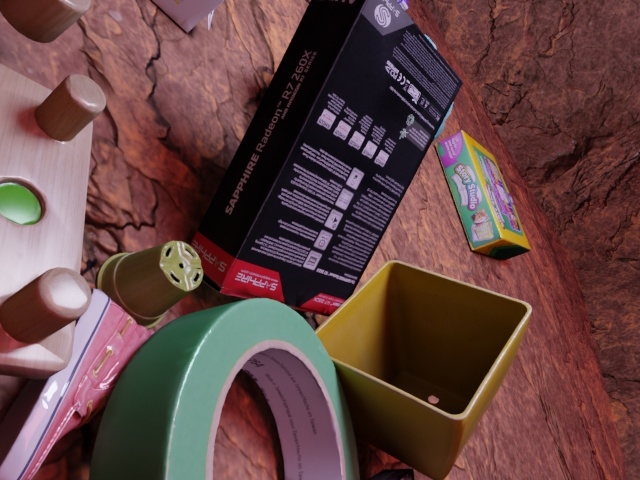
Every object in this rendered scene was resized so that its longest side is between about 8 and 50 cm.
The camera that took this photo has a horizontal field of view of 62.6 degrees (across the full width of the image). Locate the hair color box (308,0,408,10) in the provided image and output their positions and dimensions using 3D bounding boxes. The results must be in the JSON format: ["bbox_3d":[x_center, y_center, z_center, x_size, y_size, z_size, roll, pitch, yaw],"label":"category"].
[{"bbox_3d":[0.036,-0.636,1.214,0.339,0.185,0.110,40,40,-36],"label":"hair color box"}]

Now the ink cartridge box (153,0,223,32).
[{"bbox_3d":[-0.198,-0.387,0.761,0.143,0.090,0.092,37,40,-38],"label":"ink cartridge box"}]

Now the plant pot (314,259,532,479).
[{"bbox_3d":[0.132,0.181,0.701,0.212,0.212,0.187,-39,134,-39],"label":"plant pot"}]

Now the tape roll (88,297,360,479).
[{"bbox_3d":[-0.060,0.217,0.489,0.321,0.077,0.321,44,38,-49],"label":"tape roll"}]

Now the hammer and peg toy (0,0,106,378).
[{"bbox_3d":[-0.292,-0.096,0.368,0.266,0.127,0.361,26,44,-47],"label":"hammer and peg toy"}]

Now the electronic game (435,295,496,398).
[{"bbox_3d":[0.177,0.157,0.826,0.048,0.229,0.229,-29,93,-33],"label":"electronic game"}]

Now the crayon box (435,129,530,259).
[{"bbox_3d":[0.522,-0.133,1.682,0.313,0.106,0.363,12,58,-52],"label":"crayon box"}]

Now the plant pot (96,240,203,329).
[{"bbox_3d":[-0.160,0.037,0.519,0.083,0.079,0.083,38,39,-39],"label":"plant pot"}]

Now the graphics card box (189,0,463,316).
[{"bbox_3d":[0.016,-0.095,0.657,0.094,0.371,0.233,32,7,41],"label":"graphics card box"}]

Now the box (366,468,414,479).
[{"bbox_3d":[0.090,0.395,0.601,0.159,0.044,0.233,46,37,-66],"label":"box"}]

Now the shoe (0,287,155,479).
[{"bbox_3d":[-0.189,0.125,0.424,0.081,0.063,0.178,42,32,-27],"label":"shoe"}]

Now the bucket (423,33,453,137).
[{"bbox_3d":[0.069,-0.230,0.896,0.281,0.281,0.183,59,36,-10],"label":"bucket"}]
